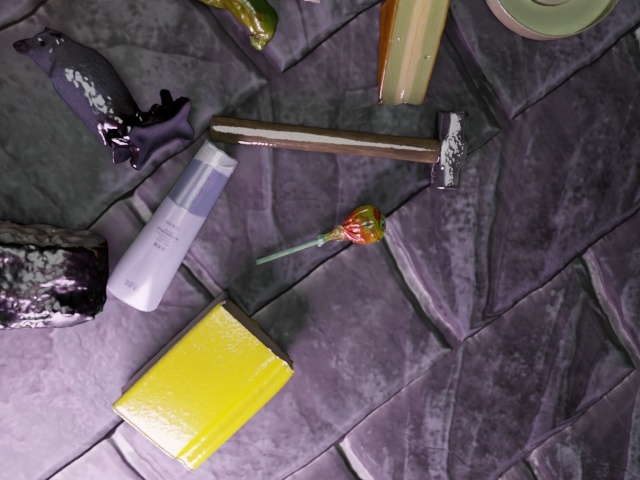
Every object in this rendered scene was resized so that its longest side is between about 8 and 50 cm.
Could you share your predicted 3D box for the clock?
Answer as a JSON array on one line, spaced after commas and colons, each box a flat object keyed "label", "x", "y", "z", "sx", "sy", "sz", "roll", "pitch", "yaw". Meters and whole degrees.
[{"label": "clock", "x": 0.332, "y": -0.407, "z": 0.663, "sx": 0.234, "sy": 0.029, "sz": 0.235, "roll": -2, "pitch": 101, "yaw": -9}]

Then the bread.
[{"label": "bread", "x": 0.121, "y": -0.254, "z": 0.633, "sx": 0.073, "sy": 0.084, "sz": 0.140, "roll": 0, "pitch": 102, "yaw": -10}]

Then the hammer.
[{"label": "hammer", "x": 0.031, "y": -0.142, "z": 0.665, "sx": 0.364, "sy": 0.043, "sz": 0.111, "roll": 4, "pitch": 101, "yaw": -8}]

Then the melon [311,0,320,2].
[{"label": "melon", "x": -0.025, "y": -0.409, "z": 0.606, "sx": 0.097, "sy": 0.054, "sz": 0.183, "roll": 18, "pitch": 98, "yaw": 3}]

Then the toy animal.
[{"label": "toy animal", "x": -0.276, "y": -0.178, "z": 0.602, "sx": 0.210, "sy": 0.121, "sz": 0.117, "roll": 37, "pitch": 139, "yaw": 2}]

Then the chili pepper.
[{"label": "chili pepper", "x": -0.139, "y": -0.325, "z": 0.584, "sx": 0.203, "sy": 0.072, "sz": 0.073, "roll": 33, "pitch": 97, "yaw": -14}]

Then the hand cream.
[{"label": "hand cream", "x": -0.202, "y": -0.017, "z": 0.651, "sx": 0.079, "sy": 0.048, "sz": 0.255, "roll": 34, "pitch": 98, "yaw": -8}]

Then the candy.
[{"label": "candy", "x": 0.000, "y": 0.000, "z": 0.687, "sx": 0.200, "sy": 0.060, "sz": 0.061, "roll": -19, "pitch": 103, "yaw": 2}]

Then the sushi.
[{"label": "sushi", "x": -0.386, "y": 0.041, "z": 0.592, "sx": 0.224, "sy": 0.124, "sz": 0.127, "roll": 9, "pitch": 99, "yaw": -11}]

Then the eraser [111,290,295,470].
[{"label": "eraser", "x": -0.165, "y": 0.205, "z": 0.687, "sx": 0.226, "sy": 0.069, "sz": 0.158, "roll": -43, "pitch": 105, "yaw": 2}]
